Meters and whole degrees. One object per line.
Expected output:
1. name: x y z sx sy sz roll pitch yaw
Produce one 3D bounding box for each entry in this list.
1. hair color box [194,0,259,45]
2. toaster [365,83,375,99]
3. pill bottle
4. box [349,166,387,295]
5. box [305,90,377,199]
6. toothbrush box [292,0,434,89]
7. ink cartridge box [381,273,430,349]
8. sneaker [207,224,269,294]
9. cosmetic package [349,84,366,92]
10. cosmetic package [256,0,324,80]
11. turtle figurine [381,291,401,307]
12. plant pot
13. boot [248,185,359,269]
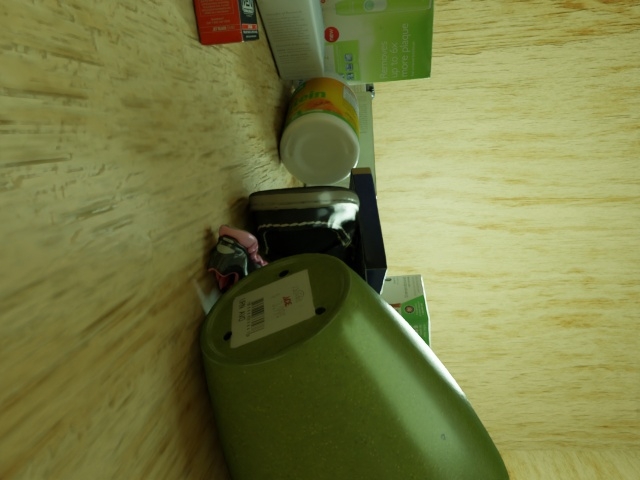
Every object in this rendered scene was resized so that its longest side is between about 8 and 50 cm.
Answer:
1. hair color box: -0.093 -0.259 0.444 0.072 0.043 0.141 -77 163 -65
2. toaster: 0.089 -0.516 1.579 0.227 0.129 0.146 -18 -103 60
3. pill bottle: 0.004 -0.223 0.893 0.245 0.137 0.136 -86 171 -49
4. box: 0.068 0.017 0.730 0.136 0.037 0.225 92 -4 -55
5. box: 0.062 -0.201 1.273 0.215 0.169 0.345 80 10 -53
6. toothbrush box: 0.075 -0.430 0.949 0.122 0.284 0.206 -84 170 -47
7. ink cartridge box: 0.140 0.205 1.298 0.211 0.289 0.121 -82 165 -59
8. sneaker: -0.083 0.033 0.476 0.119 0.047 0.057 72 36 -62
9. cosmetic package: 0.067 -0.384 1.463 0.183 0.152 0.151 76 12 -62
10. cosmetic package: -0.045 -0.370 0.755 0.231 0.086 0.117 65 23 -70
11. turtle figurine: 0.080 0.066 1.198 0.087 0.270 0.217 -51 135 -15
12. plant pot: 0.015 0.169 0.458 0.274 0.275 0.293 -83 152 -57
13. boot: -0.013 0.088 0.670 0.377 0.138 0.284 83 5 -81
